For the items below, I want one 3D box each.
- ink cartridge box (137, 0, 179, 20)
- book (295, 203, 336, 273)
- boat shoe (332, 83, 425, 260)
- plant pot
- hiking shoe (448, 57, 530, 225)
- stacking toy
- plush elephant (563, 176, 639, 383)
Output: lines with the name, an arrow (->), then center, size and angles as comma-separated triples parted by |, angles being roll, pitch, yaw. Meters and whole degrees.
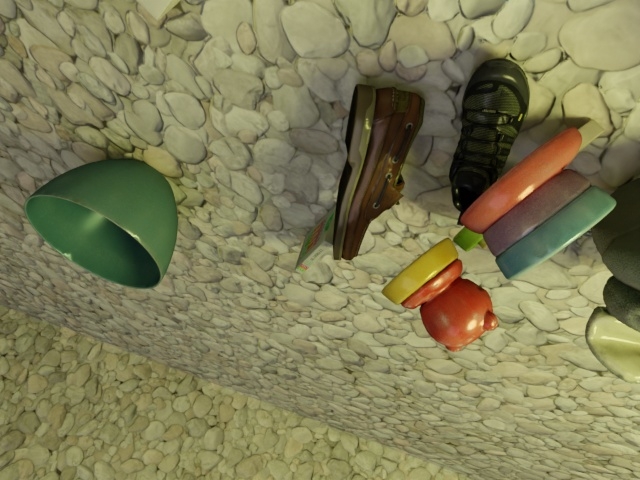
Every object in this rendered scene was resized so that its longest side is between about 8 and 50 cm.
ink cartridge box -> -0.223, -0.371, 0.503 | 0.067, 0.115, 0.198 | -20, 126, 44
book -> 0.000, 0.000, 0.890 | 0.035, 0.096, 0.144 | 30, 144, -11
boat shoe -> 0.082, -0.081, 0.694 | 0.104, 0.111, 0.307 | 6, 133, -4
plant pot -> -0.423, -0.060, 0.951 | 0.290, 0.195, 0.290 | 14, 144, 10
hiking shoe -> 0.221, -0.121, 0.596 | 0.086, 0.114, 0.227 | 10, 143, 16
stacking toy -> 0.258, 0.003, 0.580 | 0.130, 0.279, 0.309 | 52, 144, 14
plush elephant -> 0.477, 0.052, 0.572 | 0.255, 0.272, 0.330 | 46, 169, -10
